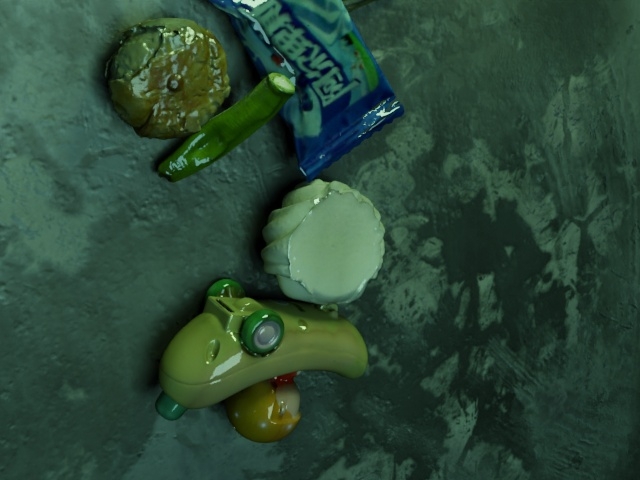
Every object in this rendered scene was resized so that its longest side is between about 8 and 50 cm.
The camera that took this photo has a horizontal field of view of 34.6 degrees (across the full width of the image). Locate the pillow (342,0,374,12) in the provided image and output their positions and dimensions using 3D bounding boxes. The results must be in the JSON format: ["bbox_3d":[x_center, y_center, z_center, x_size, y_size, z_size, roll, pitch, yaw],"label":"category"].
[{"bbox_3d":[0.054,-0.401,1.316,0.113,0.038,0.203,-26,122,-22],"label":"pillow"}]

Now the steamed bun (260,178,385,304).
[{"bbox_3d":[0.000,0.000,1.400,0.183,0.106,0.182,-6,102,-32],"label":"steamed bun"}]

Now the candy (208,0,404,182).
[{"bbox_3d":[-0.026,-0.245,1.305,0.187,0.077,0.331,-39,122,-16],"label":"candy"}]

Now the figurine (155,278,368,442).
[{"bbox_3d":[-0.071,0.180,1.417,0.325,0.124,0.222,6,105,-39],"label":"figurine"}]

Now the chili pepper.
[{"bbox_3d":[-0.116,-0.138,1.279,0.202,0.050,0.052,-35,122,17],"label":"chili pepper"}]

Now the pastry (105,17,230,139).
[{"bbox_3d":[-0.181,-0.191,1.222,0.153,0.081,0.153,-21,124,-34],"label":"pastry"}]
